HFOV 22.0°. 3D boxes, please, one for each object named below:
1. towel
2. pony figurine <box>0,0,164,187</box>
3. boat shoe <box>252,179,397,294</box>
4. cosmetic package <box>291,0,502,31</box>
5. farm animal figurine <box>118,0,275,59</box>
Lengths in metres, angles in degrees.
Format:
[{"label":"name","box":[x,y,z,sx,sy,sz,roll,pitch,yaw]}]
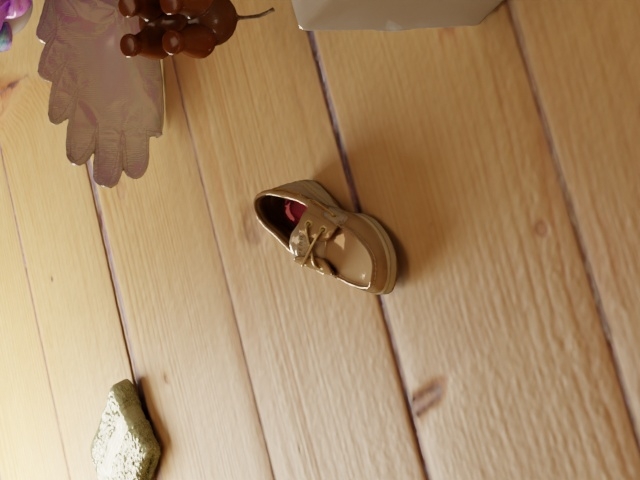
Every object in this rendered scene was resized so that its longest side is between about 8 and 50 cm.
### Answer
[{"label":"towel","box":[-0.212,0.229,1.760,0.110,0.027,0.148,61,143,33]},{"label":"pony figurine","box":[-0.317,-0.245,1.597,0.363,0.303,0.351,21,106,55]},{"label":"boat shoe","box":[0.000,0.000,1.323,0.170,0.059,0.063,35,124,53]},{"label":"cosmetic package","box":[0.068,-0.246,1.073,0.184,0.151,0.151,-41,60,53]},{"label":"farm animal figurine","box":[-0.097,-0.323,1.329,0.327,0.172,0.330,-32,80,37]}]
